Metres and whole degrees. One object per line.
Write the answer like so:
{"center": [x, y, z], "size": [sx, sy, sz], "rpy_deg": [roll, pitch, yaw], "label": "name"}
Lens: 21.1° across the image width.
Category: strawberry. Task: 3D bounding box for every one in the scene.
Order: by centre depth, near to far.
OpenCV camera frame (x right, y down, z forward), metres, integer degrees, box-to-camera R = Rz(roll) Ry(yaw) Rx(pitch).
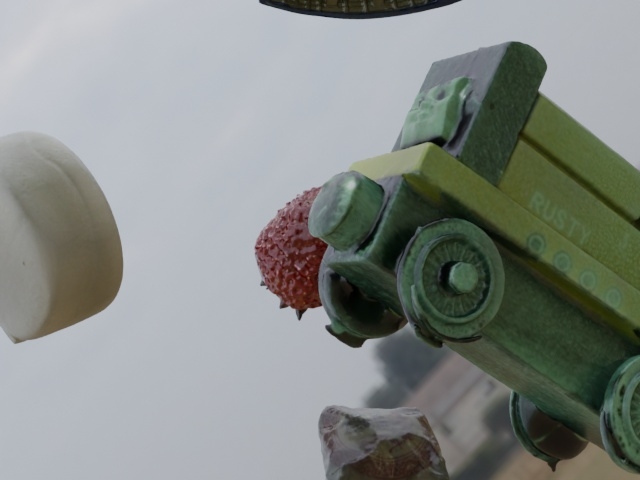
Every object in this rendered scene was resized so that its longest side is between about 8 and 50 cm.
{"center": [0.003, 0.006, 1.863], "size": [0.131, 0.131, 0.148], "rpy_deg": [-38, 2, -41], "label": "strawberry"}

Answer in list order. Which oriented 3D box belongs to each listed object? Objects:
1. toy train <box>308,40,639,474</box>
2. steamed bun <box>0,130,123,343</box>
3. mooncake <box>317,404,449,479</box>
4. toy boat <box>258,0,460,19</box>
{"center": [0.177, 0.021, 1.361], "size": [0.160, 0.397, 0.253], "rpy_deg": [-8, 52, 61], "label": "toy train"}
{"center": [-0.337, -0.015, 2.003], "size": [0.146, 0.241, 0.164], "rpy_deg": [-27, -11, -45], "label": "steamed bun"}
{"center": [0.064, 0.225, 1.814], "size": [0.125, 0.130, 0.073], "rpy_deg": [-111, 24, -61], "label": "mooncake"}
{"center": [0.045, -0.265, 1.743], "size": [0.229, 0.046, 0.080], "rpy_deg": [-1, -59, -17], "label": "toy boat"}
